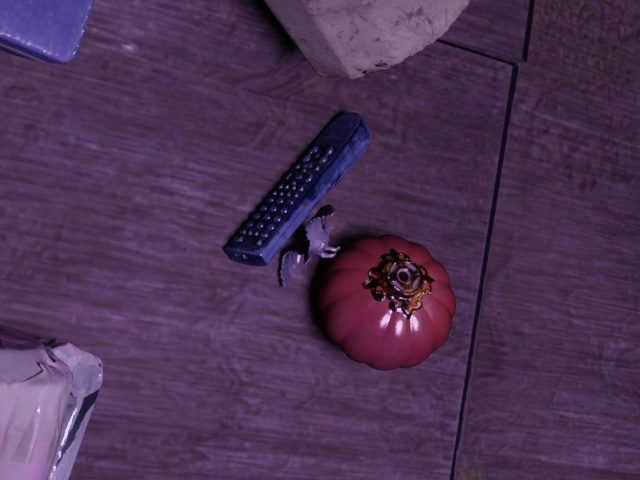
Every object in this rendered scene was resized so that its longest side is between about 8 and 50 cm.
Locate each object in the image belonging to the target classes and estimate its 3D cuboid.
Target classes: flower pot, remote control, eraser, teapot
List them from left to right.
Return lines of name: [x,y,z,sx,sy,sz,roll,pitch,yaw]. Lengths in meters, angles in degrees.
teapot: [-0.246,0.136,1.046,0.163,0.221,0.178,14,94,2]
eraser: [-0.250,-0.187,1.074,0.225,0.036,0.082,20,79,-36]
remote control: [-0.012,-0.039,1.256,0.152,0.043,0.027,-49,130,-26]
flower pot: [0.015,-0.235,1.179,0.212,0.212,0.202,-51,126,-24]

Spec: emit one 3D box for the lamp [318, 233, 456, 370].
lamp: [0.051,0.047,1.276,0.107,0.092,0.107,8,60,-14]

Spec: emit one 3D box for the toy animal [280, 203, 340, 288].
toy animal: [0.000,0.001,1.257,0.050,0.084,0.028,-15,59,-47]
